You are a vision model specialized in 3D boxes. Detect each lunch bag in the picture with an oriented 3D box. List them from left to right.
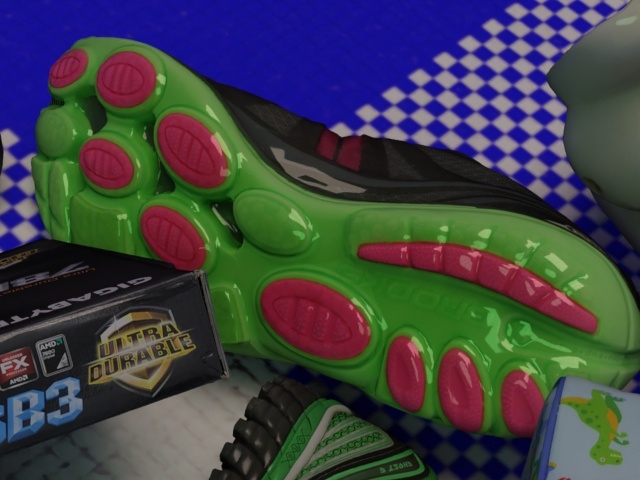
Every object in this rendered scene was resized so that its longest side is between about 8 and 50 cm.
[{"bbox_3d":[0.147,0.200,0.941,0.090,0.219,0.176,13,51,8],"label":"lunch bag"}]

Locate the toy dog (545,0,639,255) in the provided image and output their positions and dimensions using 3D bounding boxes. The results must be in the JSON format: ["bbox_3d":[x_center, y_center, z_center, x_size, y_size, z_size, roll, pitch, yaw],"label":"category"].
[{"bbox_3d":[0.326,0.028,1.061,0.284,0.395,0.408,-26,82,-25],"label":"toy dog"}]

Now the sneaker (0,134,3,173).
[{"bbox_3d":[-0.432,-0.098,1.058,0.447,0.257,0.169,-4,52,-13],"label":"sneaker"}]

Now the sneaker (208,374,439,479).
[{"bbox_3d":[-0.028,0.228,0.940,0.146,0.134,0.343,21,51,12],"label":"sneaker"}]

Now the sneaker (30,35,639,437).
[{"bbox_3d":[0.000,0.000,1.134,0.483,0.185,0.202,27,13,23],"label":"sneaker"}]

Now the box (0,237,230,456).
[{"bbox_3d":[-0.241,0.077,0.952,0.295,0.293,0.073,-19,99,-23],"label":"box"}]
